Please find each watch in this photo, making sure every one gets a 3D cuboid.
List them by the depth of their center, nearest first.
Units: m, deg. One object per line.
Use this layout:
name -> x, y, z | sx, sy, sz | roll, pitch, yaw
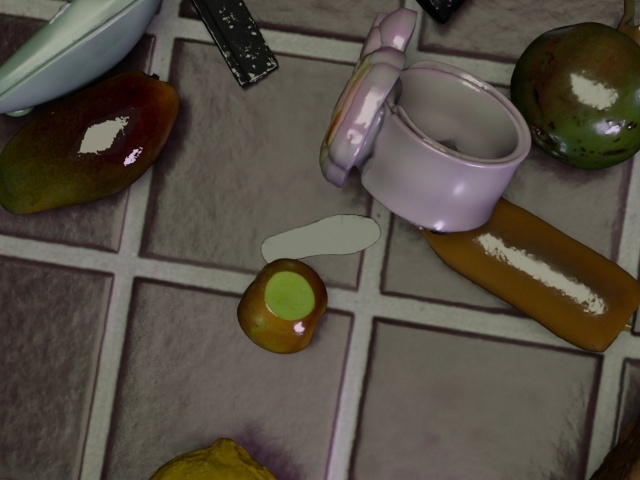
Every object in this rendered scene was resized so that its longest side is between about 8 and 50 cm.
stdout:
watch -> 0.120, -0.120, 1.479 | 0.217, 0.248, 0.211 | 25, 125, -3

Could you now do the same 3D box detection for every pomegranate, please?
pomegranate -> 0.331, -0.192, 1.498 | 0.181, 0.181, 0.224 | 38, 75, 7

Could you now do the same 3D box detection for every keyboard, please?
keyboard -> -0.124, -0.289, 1.621 | 0.060, 0.018, 0.195 | -29, 84, -4

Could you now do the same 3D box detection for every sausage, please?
sausage -> 0.227, 0.016, 1.525 | 0.328, 0.112, 0.112 | 32, 90, 9

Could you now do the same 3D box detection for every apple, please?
apple -> -0.044, 0.081, 1.552 | 0.102, 0.099, 0.114 | 35, 65, -2

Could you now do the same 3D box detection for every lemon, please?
lemon -> -0.134, 0.360, 1.492 | 0.204, 0.204, 0.260 | 16, 88, 7

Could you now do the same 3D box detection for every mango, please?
mango -> -0.291, -0.112, 1.582 | 0.267, 0.111, 0.133 | -29, 96, 8

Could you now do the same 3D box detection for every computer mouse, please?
computer mouse -> -0.301, -0.236, 1.570 | 0.288, 0.159, 0.097 | -43, 105, 3

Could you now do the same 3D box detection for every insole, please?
insole -> 0.000, 0.000, 1.598 | 0.153, 0.002, 0.053 | -15, 85, 5

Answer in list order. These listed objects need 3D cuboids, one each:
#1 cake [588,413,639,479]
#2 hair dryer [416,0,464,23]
cake -> 0.425, 0.338, 1.398 | 0.290, 0.256, 0.282 | 38, 98, 9
hair dryer -> 0.125, -0.419, 1.574 | 0.251, 0.089, 0.197 | 42, 92, 13
